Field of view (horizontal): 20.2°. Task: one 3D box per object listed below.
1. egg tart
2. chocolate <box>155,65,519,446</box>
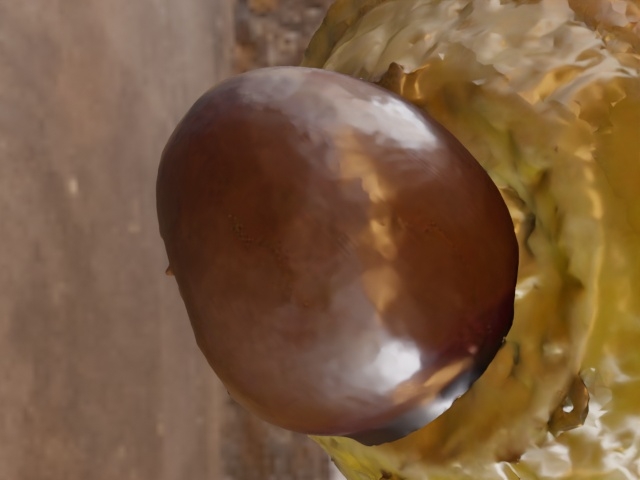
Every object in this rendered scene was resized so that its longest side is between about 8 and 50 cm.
[{"bbox_3d":[0.069,0.008,0.741,0.115,0.290,0.290,-13,102,-54],"label":"egg tart"},{"bbox_3d":[0.000,0.000,0.656,0.133,0.127,0.124,38,40,-16],"label":"chocolate"}]
